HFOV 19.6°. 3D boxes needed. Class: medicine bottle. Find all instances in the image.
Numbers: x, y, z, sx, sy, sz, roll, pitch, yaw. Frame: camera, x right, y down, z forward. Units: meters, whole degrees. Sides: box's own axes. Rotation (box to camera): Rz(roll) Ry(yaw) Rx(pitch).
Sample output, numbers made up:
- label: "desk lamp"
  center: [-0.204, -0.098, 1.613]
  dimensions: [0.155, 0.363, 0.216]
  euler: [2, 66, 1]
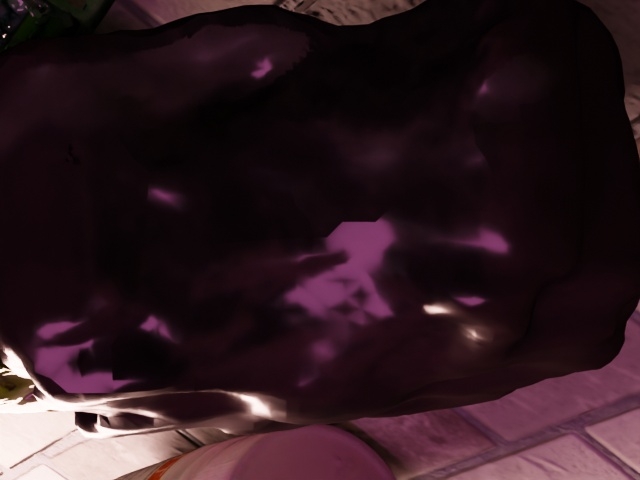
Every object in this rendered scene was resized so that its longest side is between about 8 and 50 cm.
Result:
- label: "medicine bottle"
  center: [-0.085, 0.281, 1.634]
  dimensions: [0.202, 0.202, 0.316]
  euler: [40, 145, -19]

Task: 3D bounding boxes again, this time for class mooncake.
- label: "mooncake"
  center: [0.000, 0.000, 1.071]
  dimensions: [0.381, 0.212, 0.350]
  euler: [-12, 168, 18]

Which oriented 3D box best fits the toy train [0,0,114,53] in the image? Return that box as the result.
- label: "toy train"
  center: [-0.195, -0.209, 1.048]
  dimensions: [0.243, 0.188, 0.132]
  euler: [35, 145, -10]

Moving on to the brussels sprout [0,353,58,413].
- label: "brussels sprout"
  center: [-0.272, 0.029, 1.429]
  dimensions: [0.244, 0.244, 0.244]
  euler: [19, 146, 13]
